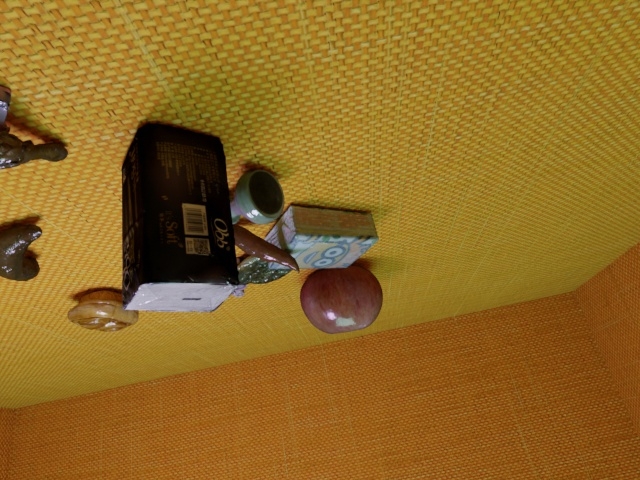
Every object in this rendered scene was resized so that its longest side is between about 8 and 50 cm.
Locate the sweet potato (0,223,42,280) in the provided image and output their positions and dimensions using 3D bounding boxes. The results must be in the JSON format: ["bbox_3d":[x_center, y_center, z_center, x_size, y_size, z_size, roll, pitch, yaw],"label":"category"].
[{"bbox_3d":[-0.835,0.043,1.227,0.124,0.098,0.310,-19,163,-39],"label":"sweet potato"}]

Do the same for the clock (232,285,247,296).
[{"bbox_3d":[-0.342,0.193,1.822,0.087,0.041,0.129,-9,150,-15],"label":"clock"}]

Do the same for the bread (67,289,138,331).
[{"bbox_3d":[-0.803,0.267,1.684,0.198,0.120,0.236,-17,155,15],"label":"bread"}]

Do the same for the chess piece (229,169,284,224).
[{"bbox_3d":[-0.235,-0.088,1.208,0.271,0.139,0.139,-16,158,37],"label":"chess piece"}]

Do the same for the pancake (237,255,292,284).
[{"bbox_3d":[-0.208,0.101,1.659,0.253,0.037,0.254,-17,155,-8],"label":"pancake"}]

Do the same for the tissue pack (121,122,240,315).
[{"bbox_3d":[-0.302,-0.038,0.964,0.210,0.370,0.198,9,149,-37],"label":"tissue pack"}]

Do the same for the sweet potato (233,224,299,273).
[{"bbox_3d":[-0.197,0.019,1.359,0.314,0.066,0.072,29,155,5],"label":"sweet potato"}]

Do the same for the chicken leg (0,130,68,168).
[{"bbox_3d":[-0.575,-0.170,0.867,0.084,0.069,0.198,-12,-177,22],"label":"chicken leg"}]

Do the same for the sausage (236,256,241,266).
[{"bbox_3d":[-0.301,0.096,1.647,0.031,0.031,0.107,-9,155,-6],"label":"sausage"}]

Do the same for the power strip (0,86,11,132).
[{"bbox_3d":[-0.674,-0.249,0.745,0.278,0.038,0.109,11,148,-40],"label":"power strip"}]

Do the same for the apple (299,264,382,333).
[{"bbox_3d":[0.091,0.256,1.876,0.344,0.270,0.345,-10,156,-5],"label":"apple"}]

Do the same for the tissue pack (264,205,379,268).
[{"bbox_3d":[0.000,0.000,1.466,0.310,0.128,0.228,2,152,-30],"label":"tissue pack"}]
